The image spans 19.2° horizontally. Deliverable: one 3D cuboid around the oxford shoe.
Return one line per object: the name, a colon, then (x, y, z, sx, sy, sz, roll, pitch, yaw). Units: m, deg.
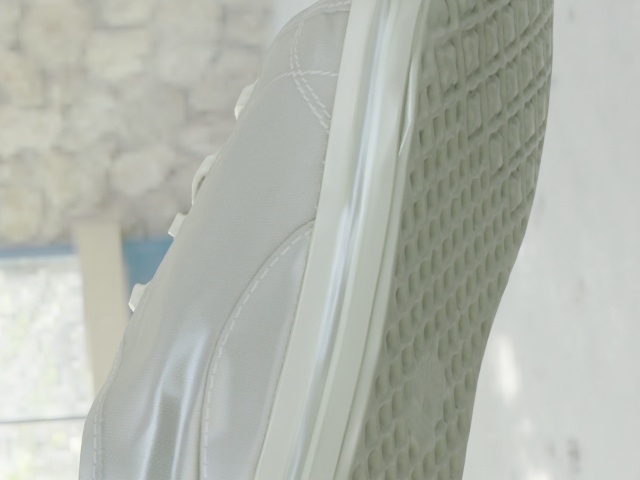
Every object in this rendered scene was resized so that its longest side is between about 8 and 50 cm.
oxford shoe: (0.000, 0.000, 0.733, 0.169, 0.130, 0.449, 52, -132, -53)
